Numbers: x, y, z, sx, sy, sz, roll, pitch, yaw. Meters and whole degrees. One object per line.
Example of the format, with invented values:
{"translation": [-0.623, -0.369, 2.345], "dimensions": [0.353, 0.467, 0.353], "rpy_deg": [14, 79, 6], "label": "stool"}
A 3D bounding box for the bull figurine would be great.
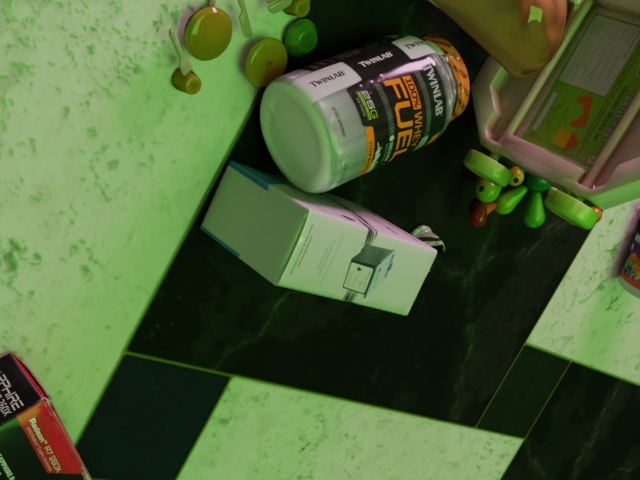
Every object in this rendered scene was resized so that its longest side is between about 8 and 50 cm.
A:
{"translation": [0.148, -0.288, 0.875], "dimensions": [0.310, 0.101, 0.188], "rpy_deg": [32, 91, -38], "label": "bull figurine"}

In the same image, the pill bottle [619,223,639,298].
{"translation": [0.533, -0.005, 1.368], "dimensions": [0.108, 0.108, 0.194], "rpy_deg": [-2, 116, -39], "label": "pill bottle"}

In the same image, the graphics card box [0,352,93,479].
{"translation": [-0.381, 0.288, 0.797], "dimensions": [0.371, 0.094, 0.233], "rpy_deg": [-31, 132, -23], "label": "graphics card box"}

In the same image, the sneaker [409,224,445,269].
{"translation": [0.104, 0.032, 1.081], "dimensions": [0.109, 0.043, 0.040], "rpy_deg": [-51, 137, -1], "label": "sneaker"}

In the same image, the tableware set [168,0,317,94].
{"translation": [-0.069, -0.182, 0.827], "dimensions": [0.154, 0.024, 0.104], "rpy_deg": [-34, 135, -21], "label": "tableware set"}

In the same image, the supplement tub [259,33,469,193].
{"translation": [0.047, -0.130, 0.881], "dimensions": [0.190, 0.117, 0.117], "rpy_deg": [-27, 130, -29], "label": "supplement tub"}

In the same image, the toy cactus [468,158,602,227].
{"translation": [0.274, -0.099, 1.116], "dimensions": [0.219, 0.112, 0.181], "rpy_deg": [-6, 109, -27], "label": "toy cactus"}

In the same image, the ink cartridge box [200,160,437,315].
{"translation": [0.000, 0.000, 0.907], "dimensions": [0.190, 0.139, 0.082], "rpy_deg": [14, 103, -44], "label": "ink cartridge box"}

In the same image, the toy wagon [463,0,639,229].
{"translation": [0.309, -0.142, 0.931], "dimensions": [0.068, 0.344, 0.267], "rpy_deg": [25, 97, -47], "label": "toy wagon"}
